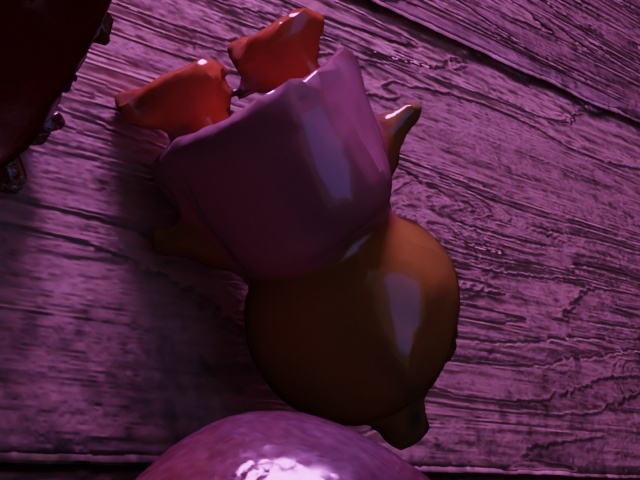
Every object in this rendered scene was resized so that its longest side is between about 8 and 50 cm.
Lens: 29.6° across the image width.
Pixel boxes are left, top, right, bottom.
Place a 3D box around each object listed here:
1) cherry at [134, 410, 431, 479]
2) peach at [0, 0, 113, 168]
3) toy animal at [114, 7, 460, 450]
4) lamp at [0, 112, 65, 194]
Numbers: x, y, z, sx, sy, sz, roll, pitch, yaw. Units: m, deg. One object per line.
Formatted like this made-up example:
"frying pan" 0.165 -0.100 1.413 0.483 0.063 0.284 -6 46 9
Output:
"cherry" -0.016 0.221 0.601 0.261 0.221 0.307 38 40 20
"peach" -0.231 -0.181 0.536 0.362 0.201 0.257 40 51 -23
"toy animal" 0.002 0.002 0.771 0.195 0.169 0.281 -26 103 -8
"lamp" -0.190 -0.072 0.684 0.083 0.031 0.063 41 46 -24
